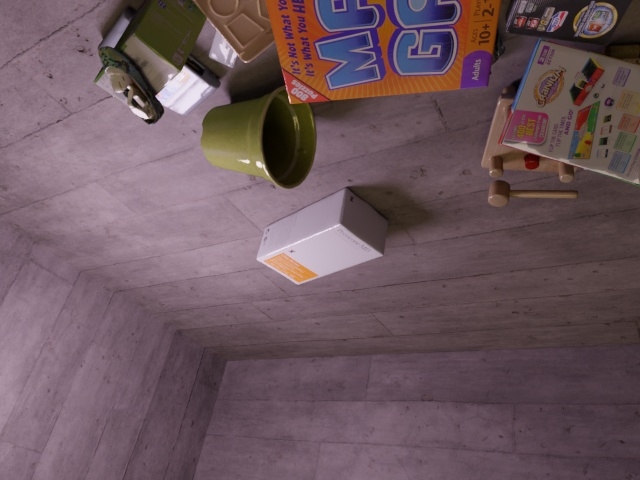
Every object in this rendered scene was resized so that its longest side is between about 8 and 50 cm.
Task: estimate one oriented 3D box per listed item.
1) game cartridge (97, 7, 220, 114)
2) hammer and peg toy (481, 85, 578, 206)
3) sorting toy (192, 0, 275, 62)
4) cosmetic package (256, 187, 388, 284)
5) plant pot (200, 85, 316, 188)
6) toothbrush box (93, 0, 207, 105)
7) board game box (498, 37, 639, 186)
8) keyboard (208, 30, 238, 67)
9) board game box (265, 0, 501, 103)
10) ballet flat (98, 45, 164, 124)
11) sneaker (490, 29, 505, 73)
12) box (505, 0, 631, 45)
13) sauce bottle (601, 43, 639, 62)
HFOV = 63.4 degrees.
[{"bbox_3d":[-0.448,-0.474,1.429,0.297,0.062,0.198,34,138,-30],"label":"game cartridge"},{"bbox_3d":[0.573,-0.241,1.376,0.266,0.127,0.361,4,147,9],"label":"hammer and peg toy"},{"bbox_3d":[-0.164,-0.543,1.181,0.193,0.038,0.208,-34,129,12],"label":"sorting toy"},{"bbox_3d":[0.000,0.000,1.912,0.230,0.161,0.453,34,141,-31],"label":"cosmetic package"},{"bbox_3d":[-0.187,-0.291,1.466,0.254,0.276,0.276,8,150,30],"label":"plant pot"},{"bbox_3d":[-0.375,-0.468,1.195,0.206,0.283,0.122,-21,134,42],"label":"toothbrush box"},{"bbox_3d":[0.594,-0.284,1.152,0.316,0.064,0.242,20,106,9],"label":"board game box"},{"bbox_3d":[-0.218,-0.535,1.295,0.072,0.014,0.256,26,145,-12],"label":"keyboard"},{"bbox_3d":[0.099,-0.498,0.875,0.356,0.356,0.356,-3,146,8],"label":"board game box"},{"bbox_3d":[-0.404,-0.322,1.106,0.070,0.070,0.188,-8,142,29],"label":"ballet flat"},{"bbox_3d":[0.366,-0.455,1.164,0.106,0.078,0.234,5,151,6],"label":"sneaker"},{"bbox_3d":[0.512,-0.525,1.014,0.216,0.060,0.270,10,148,4],"label":"box"},{"bbox_3d":[0.694,-0.412,1.145,0.128,0.042,0.042,4,147,17],"label":"sauce bottle"}]
